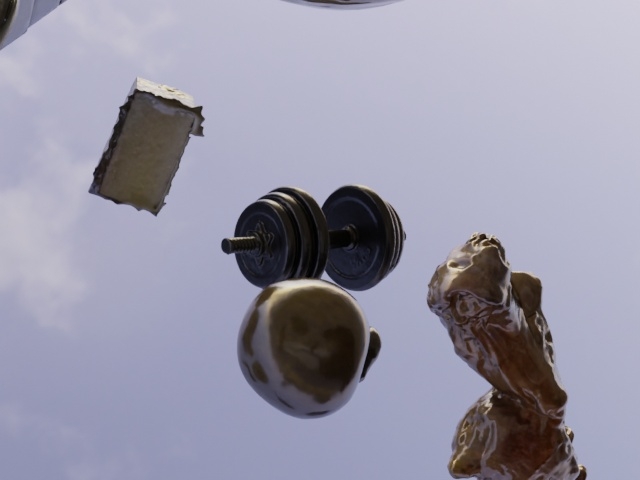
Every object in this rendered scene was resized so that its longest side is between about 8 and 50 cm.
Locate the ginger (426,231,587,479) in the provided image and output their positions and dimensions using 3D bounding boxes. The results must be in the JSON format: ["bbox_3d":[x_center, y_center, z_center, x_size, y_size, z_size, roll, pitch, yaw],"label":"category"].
[{"bbox_3d":[0.128,0.109,0.767,0.122,0.084,0.290,-28,-56,-17],"label":"ginger"}]

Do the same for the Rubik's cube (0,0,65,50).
[{"bbox_3d":[-0.400,-0.412,1.071,0.345,0.343,0.337,28,-141,2],"label":"Rubik's cube"}]

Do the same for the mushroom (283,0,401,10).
[{"bbox_3d":[-0.012,-0.181,0.430,0.195,0.254,0.188,-35,-47,-32],"label":"mushroom"}]

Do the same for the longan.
[{"bbox_3d":[-0.005,0.081,0.813,0.119,0.106,0.106,9,-118,-34],"label":"longan"}]

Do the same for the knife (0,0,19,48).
[{"bbox_3d":[-0.202,-0.018,0.487,0.040,0.073,0.265,42,-125,-44],"label":"knife"}]

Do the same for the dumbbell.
[{"bbox_3d":[0.000,0.000,0.944,0.209,0.099,0.099,-4,-109,-43],"label":"dumbbell"}]

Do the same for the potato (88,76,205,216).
[{"bbox_3d":[-0.168,-0.094,1.048,0.086,0.122,0.061,18,-159,-22],"label":"potato"}]
